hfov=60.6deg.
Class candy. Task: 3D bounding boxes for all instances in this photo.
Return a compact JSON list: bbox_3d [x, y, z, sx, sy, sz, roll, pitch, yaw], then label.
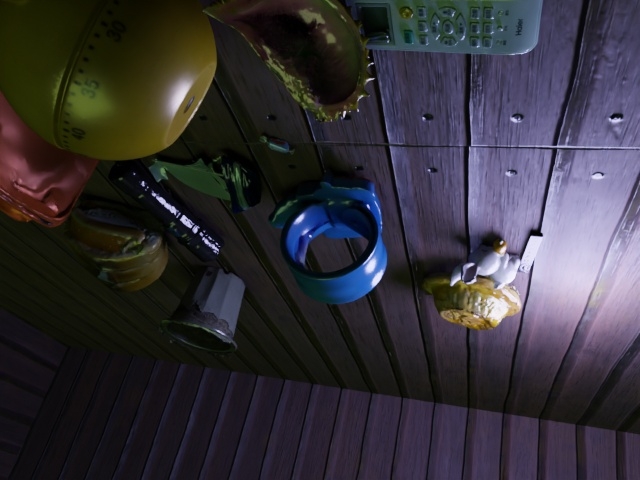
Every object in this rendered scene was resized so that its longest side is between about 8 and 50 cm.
[{"bbox_3d":[-0.097,-0.217,1.238,0.083,0.020,0.030,19,154,-12],"label":"candy"}]

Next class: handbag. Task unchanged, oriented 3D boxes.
[{"bbox_3d":[-0.652,-0.238,1.157,0.116,0.303,0.410,9,155,22],"label":"handbag"}]

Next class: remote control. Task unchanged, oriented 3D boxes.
[{"bbox_3d":[0.188,-0.346,0.856,0.293,0.051,0.103,8,150,19],"label":"remote control"}]

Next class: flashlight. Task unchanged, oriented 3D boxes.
[{"bbox_3d":[-0.434,-0.081,1.566,0.103,0.103,0.424,-5,144,31],"label":"flashlight"}]

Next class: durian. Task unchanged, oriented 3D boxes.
[{"bbox_3d":[-0.020,-0.324,0.887,0.187,0.153,0.260,-18,125,27],"label":"durian"}]

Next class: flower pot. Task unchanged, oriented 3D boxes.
[{"bbox_3d":[-0.399,0.242,1.941,0.291,0.259,0.290,12,152,6],"label":"flower pot"}]

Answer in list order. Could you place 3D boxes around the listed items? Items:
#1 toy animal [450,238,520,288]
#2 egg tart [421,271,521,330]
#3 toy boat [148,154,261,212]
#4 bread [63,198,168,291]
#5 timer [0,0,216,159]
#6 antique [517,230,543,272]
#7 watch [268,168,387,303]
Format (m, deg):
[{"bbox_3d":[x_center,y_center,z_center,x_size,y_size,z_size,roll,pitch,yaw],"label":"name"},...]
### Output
[{"bbox_3d":[0.428,0.066,1.411,0.182,0.127,0.131,16,160,-27],"label":"toy animal"},{"bbox_3d":[0.431,0.177,1.594,0.288,0.118,0.288,18,162,6],"label":"egg tart"},{"bbox_3d":[-0.282,-0.161,1.375,0.292,0.070,0.210,24,148,-12],"label":"toy boat"},{"bbox_3d":[-0.650,0.039,1.750,0.301,0.210,0.341,19,152,-5],"label":"bread"},{"bbox_3d":[-0.372,-0.319,0.867,0.387,0.376,0.376,29,149,-11],"label":"timer"},{"bbox_3d":[0.537,0.033,1.407,0.031,0.015,0.192,7,151,13],"label":"antique"},{"bbox_3d":[0.000,0.000,1.319,0.305,0.274,0.241,-2,148,17],"label":"watch"}]
